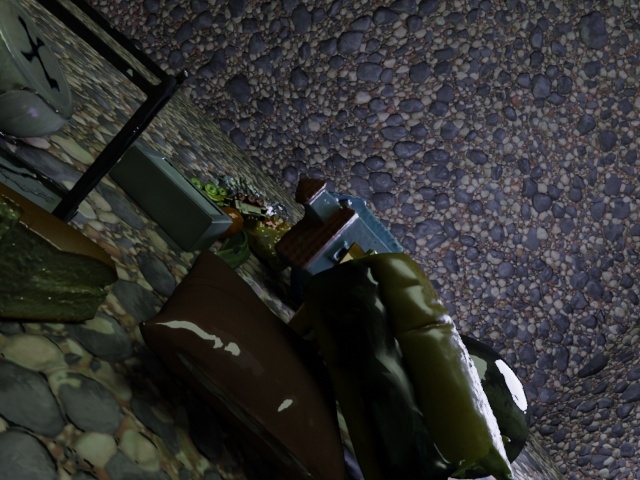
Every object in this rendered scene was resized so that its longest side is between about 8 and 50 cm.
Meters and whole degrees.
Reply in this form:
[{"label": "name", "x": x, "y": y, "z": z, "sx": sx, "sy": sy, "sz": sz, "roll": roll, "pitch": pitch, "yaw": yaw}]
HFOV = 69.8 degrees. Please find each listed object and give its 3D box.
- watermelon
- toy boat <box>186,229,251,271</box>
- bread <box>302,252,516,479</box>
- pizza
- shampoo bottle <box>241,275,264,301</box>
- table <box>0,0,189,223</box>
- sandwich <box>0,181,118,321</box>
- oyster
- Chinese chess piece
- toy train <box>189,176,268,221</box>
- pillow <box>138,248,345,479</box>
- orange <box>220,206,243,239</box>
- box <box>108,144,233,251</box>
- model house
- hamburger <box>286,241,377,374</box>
[{"label": "watermelon", "x": 0.271, "y": 0.334, "z": 0.953, "sx": 0.359, "sy": 0.279, "sz": 0.279, "roll": 36, "pitch": 10, "yaw": -27}, {"label": "toy boat", "x": -0.188, "y": 0.031, "z": 0.923, "sx": 0.055, "sy": 0.093, "sz": 0.293, "roll": 61, "pitch": 6, "yaw": -8}, {"label": "bread", "x": 0.110, "y": 0.194, "z": 0.669, "sx": 0.251, "sy": 0.208, "sz": 0.377, "roll": 90, "pitch": -24, "yaw": -70}, {"label": "pizza", "x": -0.176, "y": -0.038, "z": 1.304, "sx": 0.287, "sy": 0.075, "sz": 0.280, "roll": 32, "pitch": 24, "yaw": -18}, {"label": "shampoo bottle", "x": -0.148, "y": 0.105, "z": 0.896, "sx": 0.072, "sy": 0.043, "sz": 0.099, "roll": 45, "pitch": 7, "yaw": 1}, {"label": "table", "x": -0.373, "y": -0.203, "z": 0.524, "sx": 0.335, "sy": 0.272, "sz": 0.222, "roll": 40, "pitch": 9, "yaw": -23}, {"label": "sandwich", "x": -0.312, "y": -0.001, "z": 0.437, "sx": 0.244, "sy": 0.090, "sz": 0.088, "roll": 41, "pitch": 5, "yaw": -21}, {"label": "oyster", "x": -0.221, "y": -0.120, "z": 1.428, "sx": 0.252, "sy": 0.199, "sz": 0.087, "roll": 61, "pitch": 32, "yaw": -57}, {"label": "Chinese chess piece", "x": -0.484, "y": -0.273, "z": 0.718, "sx": 0.238, "sy": 0.092, "sz": 0.238, "roll": 158, "pitch": -90, "yaw": -84}, {"label": "toy train", "x": -0.242, "y": -0.098, "z": 1.192, "sx": 0.249, "sy": 0.053, "sz": 0.085, "roll": 14, "pitch": 48, "yaw": -43}, {"label": "pillow", "x": -0.091, "y": 0.159, "z": 0.630, "sx": 0.308, "sy": 0.108, "sz": 0.305, "roll": 48, "pitch": 6, "yaw": -13}, {"label": "orange", "x": -0.230, "y": -0.042, "z": 1.125, "sx": 0.083, "sy": 0.083, "sz": 0.083, "roll": 43, "pitch": 8, "yaw": -7}, {"label": "box", "x": -0.306, "y": -0.088, "z": 0.961, "sx": 0.225, "sy": 0.086, "sz": 0.129, "roll": 44, "pitch": 7, "yaw": 3}, {"label": "model house", "x": 0.000, "y": 0.000, "z": 1.179, "sx": 0.329, "sy": 0.295, "sz": 0.251, "roll": 48, "pitch": -10, "yaw": -21}, {"label": "hamburger", "x": 0.078, "y": 0.157, "z": 0.951, "sx": 0.212, "sy": 0.274, "sz": 0.274, "roll": 40, "pitch": 7, "yaw": 1}]
